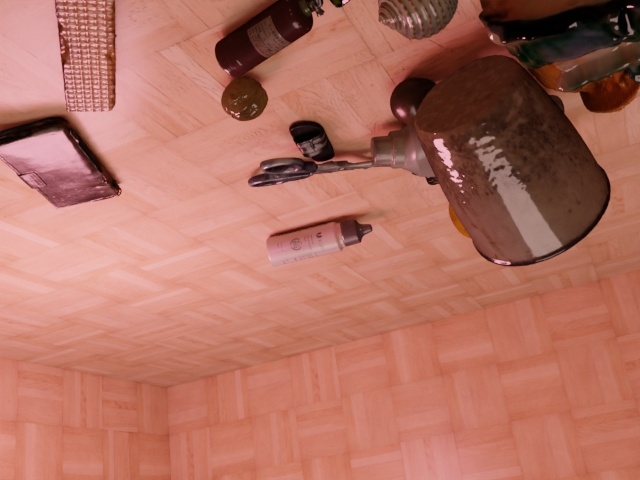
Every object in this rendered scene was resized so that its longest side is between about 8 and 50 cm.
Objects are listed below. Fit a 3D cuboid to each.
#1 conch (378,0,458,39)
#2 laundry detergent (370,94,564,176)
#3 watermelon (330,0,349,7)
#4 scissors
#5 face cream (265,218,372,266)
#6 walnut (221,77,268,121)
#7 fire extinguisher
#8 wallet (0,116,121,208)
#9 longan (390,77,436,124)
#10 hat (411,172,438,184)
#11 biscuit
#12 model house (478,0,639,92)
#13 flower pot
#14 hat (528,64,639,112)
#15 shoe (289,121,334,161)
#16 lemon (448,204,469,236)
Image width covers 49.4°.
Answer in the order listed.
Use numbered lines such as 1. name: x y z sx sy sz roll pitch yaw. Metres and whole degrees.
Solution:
1. conch: 0.166 -0.383 1.152 0.153 0.102 0.135 -5 172 -9
2. laundry detergent: 0.314 -0.224 1.556 0.397 0.125 0.264 -4 158 -4
3. watermelon: 0.056 -0.409 1.081 0.086 0.069 0.163 9 154 -34
4. scissors: 0.029 -0.172 1.640 0.383 0.029 0.256 -6 175 -13
5. face cream: 0.000 0.000 2.014 0.311 0.092 0.092 -13 157 13
6. walnut: -0.146 -0.270 1.334 0.092 0.092 0.092 -7 158 -3
7. fire extinguisher: -0.082 -0.363 1.155 0.231 0.071 0.099 -25 125 33
8. wallet: -0.561 -0.159 1.499 0.168 0.044 0.317 -13 159 0
9. longan: 0.194 -0.283 1.401 0.113 0.092 0.113 -10 162 -3
10. hat: 0.284 -0.171 1.758 0.121 0.051 0.121 -4 157 -2
11. biscuit: -0.375 -0.335 1.123 0.094 0.054 0.379 -3 157 -17
12. model house: 0.494 -0.358 0.912 0.445 0.396 0.399 -16 153 39
13. flower pot: 0.347 -0.159 1.338 0.293 0.294 0.330 -24 125 33
14. hat: 0.412 -0.343 1.224 0.233 0.245 0.233 9 147 -6
15. shoe: -0.011 -0.208 1.566 0.071 0.049 0.179 -16 156 15
16. lemon: 0.430 -0.085 1.871 0.169 0.170 0.207 -14 161 13
